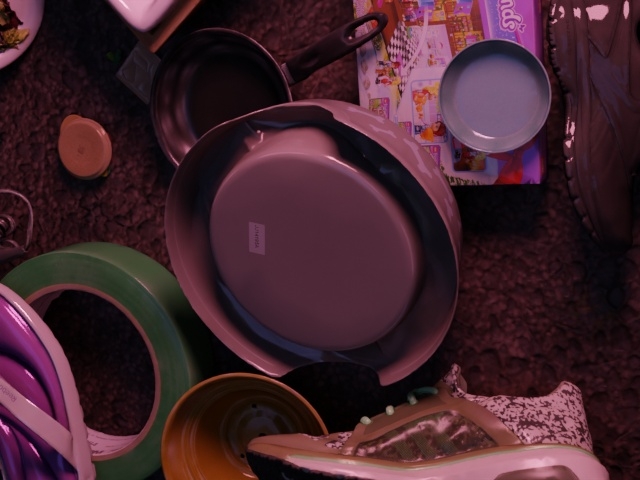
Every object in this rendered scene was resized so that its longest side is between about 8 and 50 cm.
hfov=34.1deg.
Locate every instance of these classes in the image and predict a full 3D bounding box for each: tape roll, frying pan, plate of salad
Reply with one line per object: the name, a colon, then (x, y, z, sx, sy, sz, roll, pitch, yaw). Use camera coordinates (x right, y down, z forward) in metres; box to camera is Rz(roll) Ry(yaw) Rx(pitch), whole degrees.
tape roll: (-0.298, 0.164, 1.375, 0.321, 0.077, 0.321, 4, 101, 21)
frying pan: (-0.078, -0.199, 1.222, 0.197, 0.053, 0.326, 45, 117, 8)
plate of salad: (-0.436, -0.297, 1.288, 0.048, 0.200, 0.199, 35, 116, 51)

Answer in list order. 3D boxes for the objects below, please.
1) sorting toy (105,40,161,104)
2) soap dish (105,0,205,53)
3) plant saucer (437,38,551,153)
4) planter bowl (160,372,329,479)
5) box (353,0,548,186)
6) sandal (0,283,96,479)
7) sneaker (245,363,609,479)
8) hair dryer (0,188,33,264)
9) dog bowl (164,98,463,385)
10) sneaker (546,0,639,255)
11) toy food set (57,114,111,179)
sorting toy: (-0.230, -0.219, 1.310, 0.083, 0.012, 0.062, 42, 116, 5)
soap dish: (-0.163, -0.398, 1.194, 0.291, 0.118, 0.229, -44, 83, 22)
plant saucer: (0.184, -0.152, 1.099, 0.119, 0.021, 0.119, 4, 102, 19)
planter bowl: (-0.081, 0.257, 1.297, 0.217, 0.090, 0.217, 2, 100, 11)
box: (0.142, -0.205, 1.149, 0.201, 0.057, 0.293, 0, 100, 22)
sandal: (-0.384, 0.243, 1.325, 0.169, 0.102, 0.416, -21, 92, 23)
sneaker: (0.122, 0.231, 1.188, 0.410, 0.182, 0.158, 1, 139, 10)
hair dryer: (-0.509, 0.033, 1.409, 0.224, 0.080, 0.293, 32, 113, 28)
dog bowl: (0.000, 0.000, 1.177, 0.349, 0.102, 0.348, 11, 119, 20)
sneaker: (0.310, -0.126, 1.081, 0.130, 0.109, 0.286, -6, 100, 15)
toy food set: (-0.306, -0.118, 1.354, 0.083, 0.020, 0.082, 15, 105, 17)
